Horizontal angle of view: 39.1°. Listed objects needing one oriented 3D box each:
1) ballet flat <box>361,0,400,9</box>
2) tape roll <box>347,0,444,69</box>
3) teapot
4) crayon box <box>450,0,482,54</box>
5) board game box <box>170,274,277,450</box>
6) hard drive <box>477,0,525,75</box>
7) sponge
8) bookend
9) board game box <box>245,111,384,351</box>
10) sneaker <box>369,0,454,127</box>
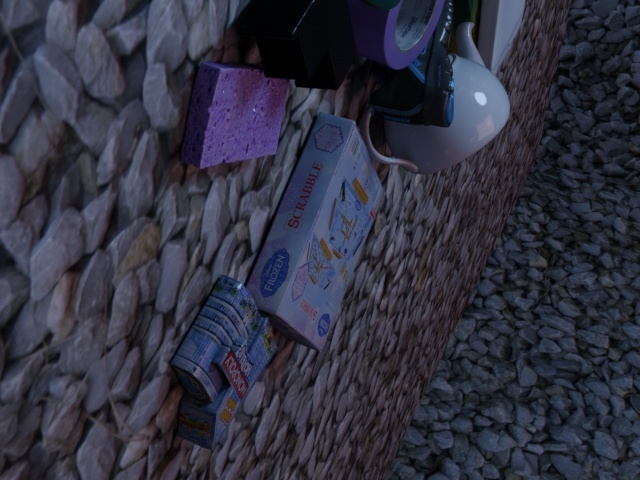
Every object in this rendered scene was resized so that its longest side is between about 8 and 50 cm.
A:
[{"bbox_3d":[0.038,-0.368,1.214,0.188,0.070,0.070,17,91,-51],"label":"ballet flat"},{"bbox_3d":[0.115,-0.364,1.380,0.189,0.080,0.189,-47,153,-33],"label":"tape roll"},{"bbox_3d":[0.205,-0.252,1.646,0.187,0.253,0.256,53,21,-20],"label":"teapot"},{"bbox_3d":[0.317,-0.514,1.874,0.323,0.083,0.203,55,56,-69],"label":"crayon box"},{"bbox_3d":[-0.139,0.180,1.250,0.194,0.060,0.194,78,34,-58],"label":"board game box"},{"bbox_3d":[0.381,-0.529,1.837,0.353,0.047,0.233,85,29,-50],"label":"hard drive"},{"bbox_3d":[-0.096,-0.154,1.088,0.210,0.031,0.117,-24,131,-66],"label":"sponge"},{"bbox_3d":[-0.022,-0.237,1.103,0.157,0.072,0.156,74,32,-46],"label":"bookend"},{"bbox_3d":[0.000,0.000,1.471,0.318,0.066,0.317,55,55,-69],"label":"board game box"},{"bbox_3d":[0.156,-0.334,1.526,0.125,0.140,0.340,81,13,-50],"label":"sneaker"}]
